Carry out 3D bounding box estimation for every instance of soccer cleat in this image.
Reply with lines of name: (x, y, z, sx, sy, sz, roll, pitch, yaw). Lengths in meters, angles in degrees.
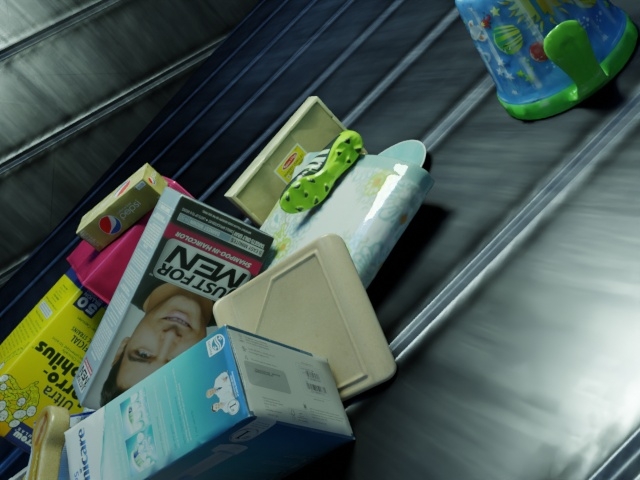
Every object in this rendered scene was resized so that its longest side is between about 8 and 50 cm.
soccer cleat: (0.001, -0.114, 1.247, 0.179, 0.060, 0.072, -44, 19, 7)

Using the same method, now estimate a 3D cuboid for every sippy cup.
sippy cup: (0.333, -0.347, 1.160, 0.240, 0.224, 0.305, -53, 27, -15)

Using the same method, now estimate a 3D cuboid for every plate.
plate: (0.119, -0.108, 1.352, 0.188, 0.024, 0.188, -34, 27, 20)

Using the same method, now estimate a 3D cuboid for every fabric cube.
fabric cube: (-0.326, 0.040, 1.530, 0.258, 0.254, 0.259, -51, 27, -8)

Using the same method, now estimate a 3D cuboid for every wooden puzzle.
wooden puzzle: (-0.027, 0.137, 1.064, 0.239, 0.044, 0.221, -30, 71, 24)

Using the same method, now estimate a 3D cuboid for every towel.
towel: (0.000, 0.000, 1.270, 0.320, 0.090, 0.374, -59, 27, -8)

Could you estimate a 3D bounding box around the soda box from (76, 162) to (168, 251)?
soda box: (-0.370, -0.061, 1.385, 0.181, 0.058, 0.061, -35, 29, 18)

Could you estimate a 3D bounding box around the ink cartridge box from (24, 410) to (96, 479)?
ink cartridge box: (-0.445, 0.418, 1.286, 0.223, 0.045, 0.224, -17, 59, 39)

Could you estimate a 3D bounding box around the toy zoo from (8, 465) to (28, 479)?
toy zoo: (-0.563, 0.501, 1.449, 0.293, 0.030, 0.192, -37, 27, 16)

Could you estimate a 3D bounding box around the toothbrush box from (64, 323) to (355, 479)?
toothbrush box: (-0.143, 0.252, 0.953, 0.295, 0.216, 0.126, -36, 54, 21)

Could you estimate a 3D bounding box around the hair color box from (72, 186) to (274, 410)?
hair color box: (-0.250, 0.119, 1.260, 0.374, 0.185, 0.114, -65, 28, 0)

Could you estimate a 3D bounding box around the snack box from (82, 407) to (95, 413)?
snack box: (-0.377, 0.313, 1.408, 0.174, 0.070, 0.207, -33, 27, 27)

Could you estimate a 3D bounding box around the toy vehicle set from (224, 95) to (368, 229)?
toy vehicle set: (-0.042, -0.131, 1.462, 0.267, 0.166, 0.035, -51, 26, -13)

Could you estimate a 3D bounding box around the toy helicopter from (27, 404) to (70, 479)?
toy helicopter: (-0.452, 0.439, 1.173, 0.235, 0.140, 0.355, -37, 44, 41)

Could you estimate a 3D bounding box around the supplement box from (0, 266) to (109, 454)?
supplement box: (-0.579, 0.264, 1.638, 0.356, 0.194, 0.195, -51, 26, -12)
